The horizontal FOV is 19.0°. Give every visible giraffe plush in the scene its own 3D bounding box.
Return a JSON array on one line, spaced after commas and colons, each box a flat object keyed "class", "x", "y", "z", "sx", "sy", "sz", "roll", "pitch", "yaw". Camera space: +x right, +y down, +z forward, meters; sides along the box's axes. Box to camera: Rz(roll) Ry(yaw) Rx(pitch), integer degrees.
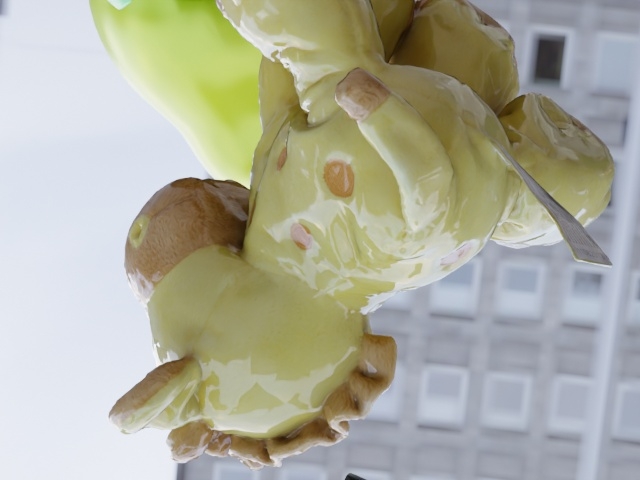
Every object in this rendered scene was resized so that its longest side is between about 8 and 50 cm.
[{"class": "giraffe plush", "x": 0.000, "y": 0.000, "z": 0.710, "sx": 0.181, "sy": 0.170, "sz": 0.210, "roll": 28, "pitch": -156, "yaw": -32}]

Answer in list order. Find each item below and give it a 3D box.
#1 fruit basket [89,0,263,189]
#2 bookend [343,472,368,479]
[{"class": "fruit basket", "x": -0.054, "y": -0.213, "z": 1.080, "sx": 0.392, "sy": 0.283, "sz": 0.392, "roll": 40, "pitch": -179, "yaw": -1}, {"class": "bookend", "x": -0.012, "y": 0.185, "z": 1.023, "sx": 0.156, "sy": 0.072, "sz": 0.157, "roll": 19, "pitch": -120, "yaw": 41}]
